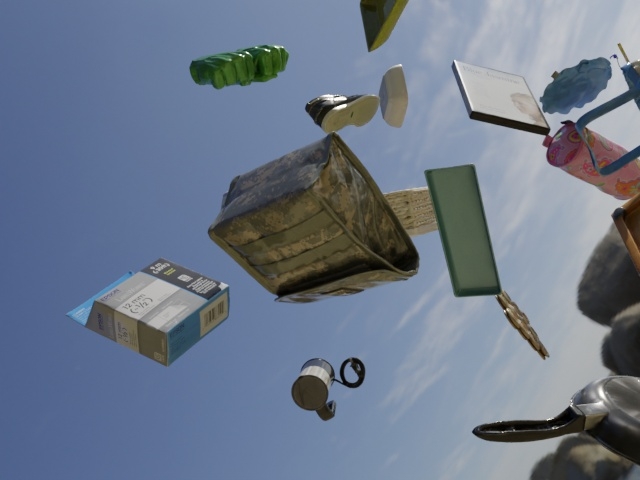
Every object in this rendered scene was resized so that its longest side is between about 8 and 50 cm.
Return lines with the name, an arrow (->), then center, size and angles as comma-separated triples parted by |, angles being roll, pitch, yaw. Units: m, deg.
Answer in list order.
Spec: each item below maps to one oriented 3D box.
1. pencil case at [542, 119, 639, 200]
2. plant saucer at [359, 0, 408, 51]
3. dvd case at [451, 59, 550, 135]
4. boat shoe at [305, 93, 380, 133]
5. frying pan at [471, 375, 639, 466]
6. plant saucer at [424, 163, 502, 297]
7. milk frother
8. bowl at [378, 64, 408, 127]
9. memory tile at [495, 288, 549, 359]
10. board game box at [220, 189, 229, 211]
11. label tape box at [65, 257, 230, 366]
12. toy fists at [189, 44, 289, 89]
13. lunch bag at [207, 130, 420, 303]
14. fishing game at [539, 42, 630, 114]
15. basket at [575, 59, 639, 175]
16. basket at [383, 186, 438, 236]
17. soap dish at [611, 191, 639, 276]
pencil case -> 0.681, -0.194, 1.817 | 0.284, 0.124, 0.124 | 18, -75, -29
plant saucer -> 0.160, -0.581, 1.782 | 0.045, 0.188, 0.188 | 7, -35, -20
dvd case -> 0.395, -0.320, 1.635 | 0.253, 0.180, 0.022 | -91, 15, -52
boat shoe -> 0.058, -0.304, 1.682 | 0.233, 0.079, 0.084 | -23, -39, -49
frying pan -> 0.354, 0.214, 0.933 | 0.197, 0.325, 0.053 | -64, -14, -70
plant saucer -> 0.190, -0.012, 0.967 | 0.018, 0.067, 0.192 | -54, -48, -53
milk frother -> 0.021, 0.320, 1.677 | 0.143, 0.129, 0.135 | -47, 0, 10
bowl -> 0.198, -0.396, 2.030 | 0.053, 0.142, 0.142 | -3, -27, -8
memory tile -> 0.332, 0.131, 1.236 | 0.012, 0.113, 0.148 | -35, -52, 16
board game box -> -0.207, -0.095, 1.793 | 0.090, 0.090, 0.020 | -29, -48, 34
label tape box -> -0.444, 0.156, 1.891 | 0.249, 0.347, 0.115 | -39, -37, -49
toy fists -> -0.199, -0.454, 1.929 | 0.279, 0.142, 0.096 | -25, -68, -44
lunch bag -> 0.000, 0.000, 1.227 | 0.287, 0.235, 0.169 | 47, -137, -30
fishing game -> 0.595, -0.365, 1.731 | 0.264, 0.041, 0.189 | -36, -32, 27
basket -> 0.698, -0.262, 1.564 | 0.288, 0.201, 0.254 | -34, -32, 14
basket -> 0.182, -0.058, 1.622 | 0.167, 0.113, 0.103 | -11, -89, -62
soap dish -> 0.604, -0.035, 1.142 | 0.291, 0.118, 0.229 | -44, 24, 30
